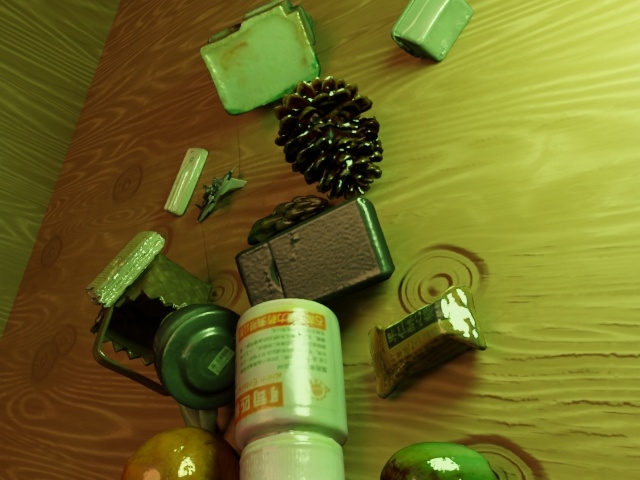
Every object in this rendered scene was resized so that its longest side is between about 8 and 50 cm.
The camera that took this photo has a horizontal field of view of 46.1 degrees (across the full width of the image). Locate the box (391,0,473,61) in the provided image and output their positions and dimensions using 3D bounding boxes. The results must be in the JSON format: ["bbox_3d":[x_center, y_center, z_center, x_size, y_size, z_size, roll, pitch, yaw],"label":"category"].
[{"bbox_3d":[0.255,-0.487,1.673,0.093,0.124,0.172,42,104,42],"label":"box"}]

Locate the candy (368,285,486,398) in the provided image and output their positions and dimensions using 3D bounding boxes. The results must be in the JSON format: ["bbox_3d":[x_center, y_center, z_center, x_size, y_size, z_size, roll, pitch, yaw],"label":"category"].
[{"bbox_3d":[0.181,0.182,1.372,0.271,0.101,0.143,-38,49,40],"label":"candy"}]

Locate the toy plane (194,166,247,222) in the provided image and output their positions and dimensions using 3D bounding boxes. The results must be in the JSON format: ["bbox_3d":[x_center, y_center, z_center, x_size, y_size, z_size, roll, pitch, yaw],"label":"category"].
[{"bbox_3d":[-0.315,-0.135,2.194,0.234,0.082,0.160,-35,18,32],"label":"toy plane"}]

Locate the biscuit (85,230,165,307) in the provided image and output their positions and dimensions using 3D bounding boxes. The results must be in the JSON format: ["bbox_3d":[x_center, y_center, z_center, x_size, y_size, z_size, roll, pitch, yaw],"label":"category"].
[{"bbox_3d":[-0.506,0.072,1.946,0.239,0.062,0.108,-53,25,-23],"label":"biscuit"}]

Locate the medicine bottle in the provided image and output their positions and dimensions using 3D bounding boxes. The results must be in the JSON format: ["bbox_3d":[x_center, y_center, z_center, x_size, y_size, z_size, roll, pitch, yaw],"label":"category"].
[{"bbox_3d":[-0.059,0.327,1.474,0.219,0.219,0.388,-32,47,36],"label":"medicine bottle"}]

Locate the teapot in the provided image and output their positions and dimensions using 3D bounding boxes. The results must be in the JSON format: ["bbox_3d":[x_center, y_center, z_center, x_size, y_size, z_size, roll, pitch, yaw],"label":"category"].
[{"bbox_3d":[-0.277,0.291,1.816,0.240,0.321,0.239,-32,23,-18],"label":"teapot"}]

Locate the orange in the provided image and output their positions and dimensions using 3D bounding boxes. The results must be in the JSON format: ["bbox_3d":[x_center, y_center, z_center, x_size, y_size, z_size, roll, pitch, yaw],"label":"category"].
[{"bbox_3d":[-0.283,0.535,1.572,0.226,0.284,0.283,-22,53,35],"label":"orange"}]

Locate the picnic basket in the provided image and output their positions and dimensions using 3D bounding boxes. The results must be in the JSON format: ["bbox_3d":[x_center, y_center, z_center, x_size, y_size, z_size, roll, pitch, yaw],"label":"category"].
[{"bbox_3d":[-0.455,0.232,1.989,0.291,0.254,0.321,-33,36,32],"label":"picnic basket"}]

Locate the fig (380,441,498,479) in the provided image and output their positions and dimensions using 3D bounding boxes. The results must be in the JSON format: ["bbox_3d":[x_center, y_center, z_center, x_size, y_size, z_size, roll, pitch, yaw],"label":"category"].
[{"bbox_3d":[0.185,0.399,1.178,0.191,0.181,0.181,-23,48,12],"label":"fig"}]

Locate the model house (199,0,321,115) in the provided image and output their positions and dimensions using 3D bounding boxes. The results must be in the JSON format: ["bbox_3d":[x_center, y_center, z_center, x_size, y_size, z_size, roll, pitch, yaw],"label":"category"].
[{"bbox_3d":[-0.157,-0.535,2.147,0.312,0.245,0.280,-22,19,10],"label":"model house"}]

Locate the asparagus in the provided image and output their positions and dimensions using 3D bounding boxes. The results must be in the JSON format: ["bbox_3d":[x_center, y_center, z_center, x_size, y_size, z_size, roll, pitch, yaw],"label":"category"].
[{"bbox_3d":[-0.085,-0.058,1.865,0.287,0.080,0.080,-20,54,43],"label":"asparagus"}]

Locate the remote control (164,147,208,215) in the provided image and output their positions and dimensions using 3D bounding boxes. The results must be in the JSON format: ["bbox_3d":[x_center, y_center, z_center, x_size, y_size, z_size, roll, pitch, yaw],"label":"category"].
[{"bbox_3d":[-0.434,-0.191,2.399,0.090,0.049,0.230,7,73,50],"label":"remote control"}]

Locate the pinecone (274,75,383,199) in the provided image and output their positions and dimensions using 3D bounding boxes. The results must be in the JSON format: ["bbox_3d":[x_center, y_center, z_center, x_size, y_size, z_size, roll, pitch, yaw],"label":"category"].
[{"bbox_3d":[0.031,-0.222,1.689,0.246,0.246,0.292,-42,59,27],"label":"pinecone"}]

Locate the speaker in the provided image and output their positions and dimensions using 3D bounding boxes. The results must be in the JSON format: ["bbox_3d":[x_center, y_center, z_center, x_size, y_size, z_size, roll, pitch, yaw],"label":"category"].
[{"bbox_3d":[-0.009,0.058,1.636,0.388,0.184,0.180,-24,78,27],"label":"speaker"}]
